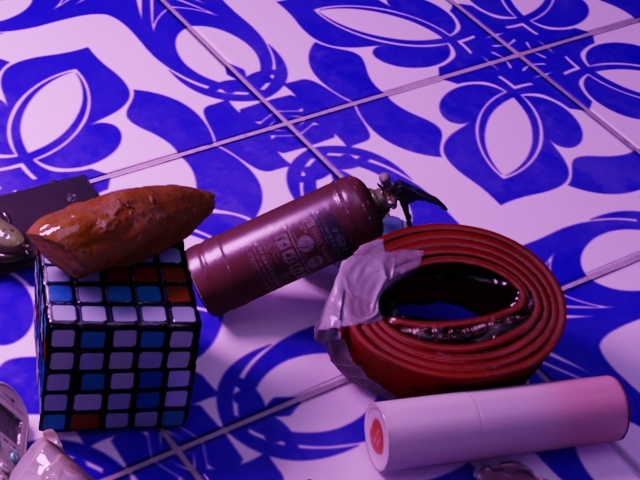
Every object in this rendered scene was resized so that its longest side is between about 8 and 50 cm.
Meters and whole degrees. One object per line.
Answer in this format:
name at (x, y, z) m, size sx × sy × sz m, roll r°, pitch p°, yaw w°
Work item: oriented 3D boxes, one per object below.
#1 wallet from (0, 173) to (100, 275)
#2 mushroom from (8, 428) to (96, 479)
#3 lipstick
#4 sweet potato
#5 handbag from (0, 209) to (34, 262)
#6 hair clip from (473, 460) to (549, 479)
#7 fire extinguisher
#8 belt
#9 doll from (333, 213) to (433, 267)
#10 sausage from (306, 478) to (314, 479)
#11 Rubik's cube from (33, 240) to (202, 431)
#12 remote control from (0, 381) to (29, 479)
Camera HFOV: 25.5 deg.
wallet at (-0.418, -0.013, 1.949) m, size 0.285 × 0.030 × 0.146 m, roll -17°, pitch 53°, yaw -31°
mushroom at (-0.226, 0.344, 1.521) m, size 0.351 × 0.097 × 0.109 m, roll 42°, pitch 8°, yaw 26°
lipstick at (0.222, 0.227, 1.767) m, size 0.327 × 0.087 × 0.087 m, roll -4°, pitch 43°, yaw -17°
sweet potato at (-0.228, -0.016, 1.675) m, size 0.252 × 0.097 × 0.097 m, roll -18°, pitch 47°, yaw -40°
handbag at (-0.428, -0.004, 1.880) m, size 0.111 × 0.047 × 0.072 m, roll 25°, pitch 46°, yaw 13°
hair clip at (0.231, 0.330, 1.687) m, size 0.146 × 0.056 × 0.187 m, roll 27°, pitch 34°, yaw 20°
fire extinguisher at (0.000, 0.000, 1.880) m, size 0.344 × 0.138 × 0.102 m, roll -24°, pitch 33°, yaw 3°
belt at (0.150, 0.097, 1.839) m, size 0.324 × 0.115 × 0.227 m, roll 2°, pitch 60°, yaw -12°
doll at (0.042, 0.007, 1.976) m, size 0.241 × 0.099 × 0.135 m, roll 9°, pitch 76°, yaw -6°
sausage at (0.055, 0.334, 1.639) m, size 0.186 × 0.043 × 0.043 m, roll 26°, pitch 42°, yaw 16°
Rubik's cube at (-0.253, 0.108, 1.726) m, size 0.187 × 0.184 × 0.182 m, roll 1°, pitch 39°, yaw -16°
remote control at (-0.373, 0.254, 1.617) m, size 0.042 × 0.078 × 0.221 m, roll -29°, pitch 38°, yaw 17°
